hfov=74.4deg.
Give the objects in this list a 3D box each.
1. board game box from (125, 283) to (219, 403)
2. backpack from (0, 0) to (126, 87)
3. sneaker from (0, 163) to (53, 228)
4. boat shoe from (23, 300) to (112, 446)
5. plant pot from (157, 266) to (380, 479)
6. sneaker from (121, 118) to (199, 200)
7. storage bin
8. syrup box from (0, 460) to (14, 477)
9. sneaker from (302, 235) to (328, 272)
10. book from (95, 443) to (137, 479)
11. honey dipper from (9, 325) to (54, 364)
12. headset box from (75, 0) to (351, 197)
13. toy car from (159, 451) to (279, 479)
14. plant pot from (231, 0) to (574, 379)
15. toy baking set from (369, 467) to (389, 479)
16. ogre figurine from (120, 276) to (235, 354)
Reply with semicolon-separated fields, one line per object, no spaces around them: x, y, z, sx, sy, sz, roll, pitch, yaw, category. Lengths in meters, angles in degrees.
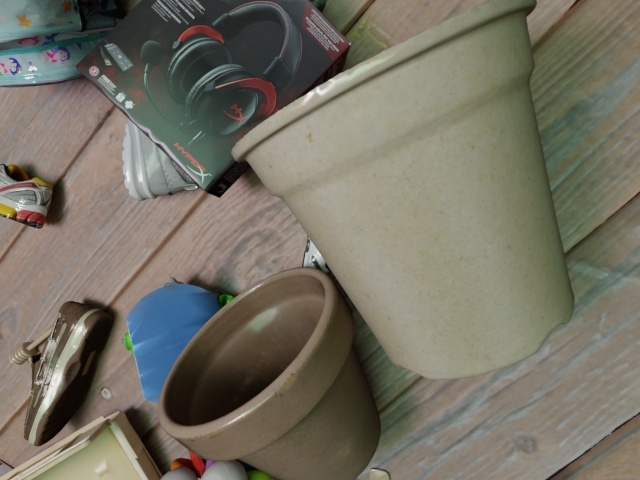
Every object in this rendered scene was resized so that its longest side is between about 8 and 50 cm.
-0.208;0.149;0.618;0.033;0.133;0.169;-16;87;51;board game box
-0.437;-0.325;0.608;0.224;0.254;0.191;2;115;13;backpack
-0.573;-0.093;0.759;0.225;0.088;0.093;17;79;12;sneaker
-0.464;0.227;0.746;0.095;0.095;0.258;25;89;8;boat shoe
-0.037;0.205;0.560;0.262;0.263;0.229;-28;112;15;plant pot
-0.244;-0.205;0.663;0.115;0.105;0.282;-2;96;-9;sneaker
-0.391;0.466;0.680;0.260;0.123;0.263;-30;94;-10;storage bin
-0.578;0.532;0.799;0.236;0.096;0.093;23;98;10;syrup box
0.000;0.000;0.638;0.043;0.040;0.109;9;101;-3;sneaker
-0.414;0.442;0.782;0.144;0.035;0.096;-42;88;14;book
-0.517;0.178;0.786;0.160;0.030;0.031;-37;85;12;honey dipper
-0.119;-0.238;0.560;0.218;0.110;0.293;45;88;-5;headset box
-0.158;0.364;0.667;0.181;0.159;0.136;-19;54;15;toy car
0.120;-0.033;0.477;0.333;0.334;0.306;-24;99;15;plant pot
0.019;0.473;0.674;0.256;0.030;0.197;-28;88;15;toy baking set
-0.234;0.143;0.678;0.118;0.097;0.197;39;115;-4;ogre figurine
